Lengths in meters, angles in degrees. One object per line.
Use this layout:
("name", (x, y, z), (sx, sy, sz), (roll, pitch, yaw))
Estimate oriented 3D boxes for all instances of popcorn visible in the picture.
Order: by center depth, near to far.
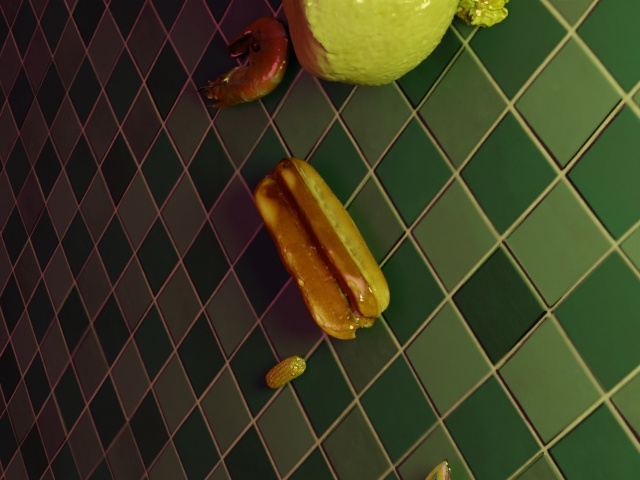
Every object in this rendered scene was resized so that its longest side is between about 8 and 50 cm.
("popcorn", (0.216, -0.322, 1.322), (0.083, 0.059, 0.068), (-38, 60, 33))

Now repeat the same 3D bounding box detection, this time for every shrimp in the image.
("shrimp", (-0.136, -0.302, 1.741), (0.249, 0.068, 0.150), (-22, 60, 42))

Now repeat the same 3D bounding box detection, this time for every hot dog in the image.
("hot dog", (0.000, 0.000, 1.539), (0.135, 0.100, 0.337), (-49, 54, 27))

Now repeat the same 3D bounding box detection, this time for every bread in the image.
("bread", (0.067, -0.373, 1.360), (0.320, 0.237, 0.320), (-176, 90, -83))

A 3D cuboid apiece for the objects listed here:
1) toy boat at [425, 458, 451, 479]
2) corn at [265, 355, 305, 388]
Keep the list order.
("toy boat", (0.146, 0.396, 1.376), (0.084, 0.066, 0.210), (29, 110, 45))
("corn", (-0.060, 0.219, 1.649), (0.092, 0.037, 0.037), (-41, 59, 45))
